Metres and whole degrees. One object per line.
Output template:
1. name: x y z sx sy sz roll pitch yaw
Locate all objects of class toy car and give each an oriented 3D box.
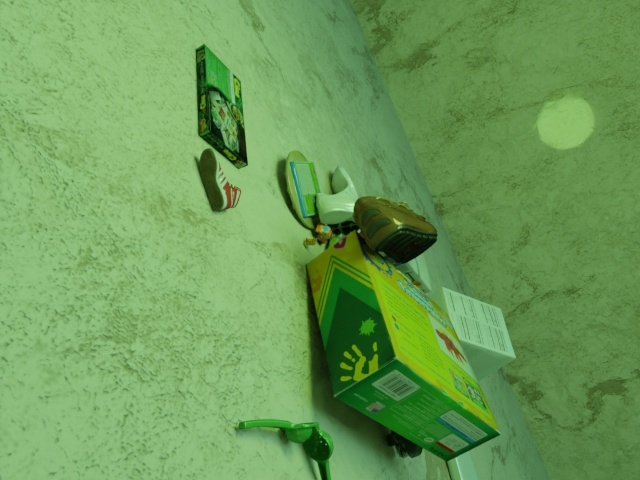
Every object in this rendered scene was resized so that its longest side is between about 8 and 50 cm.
1. toy car: 0.000 0.000 1.400 0.122 0.040 0.060 -58 143 -56

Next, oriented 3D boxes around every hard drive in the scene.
1. hard drive: 0.456 0.754 1.743 0.203 0.040 0.308 34 38 -55

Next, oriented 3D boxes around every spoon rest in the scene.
1. spoon rest: 0.071 -0.146 1.671 0.137 0.084 0.276 62 22 -13

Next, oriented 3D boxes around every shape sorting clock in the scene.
1. shape sorting clock: -0.043 -0.130 1.431 0.206 0.040 0.206 42 41 -52

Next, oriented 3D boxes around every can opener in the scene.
1. can opener: 0.177 0.394 1.375 0.074 0.093 0.280 27 40 -59

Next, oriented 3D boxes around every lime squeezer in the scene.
1. lime squeezer: -0.035 0.357 0.955 0.110 0.058 0.310 -54 126 -32

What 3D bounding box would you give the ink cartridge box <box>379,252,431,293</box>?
1. ink cartridge box: 0.197 0.059 1.641 0.233 0.171 0.168 46 30 -43

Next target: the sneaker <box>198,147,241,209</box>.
1. sneaker: -0.189 -0.114 1.055 0.067 0.042 0.119 -5 81 -64

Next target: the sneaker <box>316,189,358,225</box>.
1. sneaker: 0.086 -0.092 1.462 0.212 0.080 0.094 5 48 -30

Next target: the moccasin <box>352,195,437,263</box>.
1. moccasin: 0.177 -0.030 1.344 0.380 0.139 0.147 8 45 -59

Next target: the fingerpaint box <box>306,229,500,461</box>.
1. fingerpaint box: 0.183 0.248 1.286 0.445 0.163 0.371 40 24 -37

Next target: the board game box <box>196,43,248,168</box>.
1. board game box: -0.213 -0.291 1.202 0.136 0.030 0.260 38 35 -49

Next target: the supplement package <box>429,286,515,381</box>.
1. supplement package: 0.453 0.316 1.829 0.262 0.199 0.198 20 43 -24

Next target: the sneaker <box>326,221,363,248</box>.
1. sneaker: 0.071 0.027 1.513 0.279 0.107 0.118 -74 156 -55
